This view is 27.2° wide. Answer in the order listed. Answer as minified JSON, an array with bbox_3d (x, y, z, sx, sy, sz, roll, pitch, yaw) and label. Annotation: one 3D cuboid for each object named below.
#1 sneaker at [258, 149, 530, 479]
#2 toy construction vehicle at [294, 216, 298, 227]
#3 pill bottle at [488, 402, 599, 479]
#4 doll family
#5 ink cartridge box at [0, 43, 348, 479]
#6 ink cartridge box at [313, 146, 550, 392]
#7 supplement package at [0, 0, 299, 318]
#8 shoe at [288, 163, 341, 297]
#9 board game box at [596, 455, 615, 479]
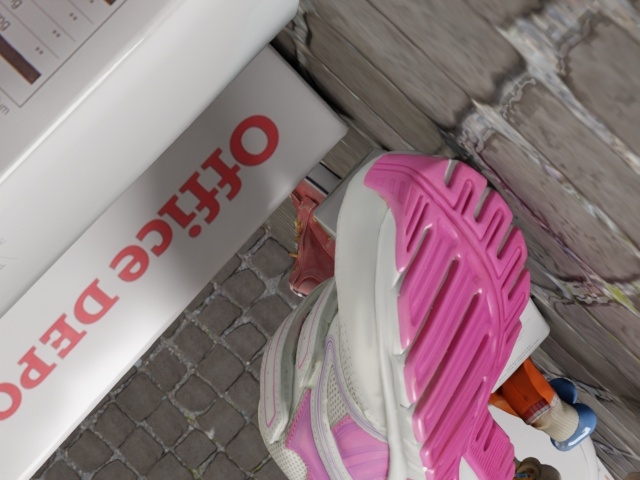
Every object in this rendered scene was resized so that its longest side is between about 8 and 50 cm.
[{"bbox_3d":[0.020,0.060,0.584,0.111,0.103,0.252,21,138,24],"label":"sneaker"},{"bbox_3d":[0.015,0.008,1.296,0.098,0.035,0.086,43,177,-3],"label":"toy construction vehicle"},{"bbox_3d":[0.135,0.184,1.046,0.152,0.152,0.272,43,176,8],"label":"pill bottle"},{"bbox_3d":[0.131,0.147,0.742,0.163,0.118,0.263,33,-177,-43],"label":"doll family"},{"bbox_3d":[-0.226,-0.095,0.658,0.395,0.285,0.166,44,176,-22],"label":"ink cartridge box"},{"bbox_3d":[0.060,0.017,0.692,0.088,0.052,0.122,41,175,35],"label":"ink cartridge box"},{"bbox_3d":[-0.162,-0.067,0.415,0.198,0.262,0.199,44,177,-1],"label":"supplement package"},{"bbox_3d":[0.000,0.000,0.950,0.063,0.081,0.178,46,176,-40],"label":"shoe"},{"bbox_3d":[0.256,0.248,1.230,0.154,0.026,0.103,52,164,-19],"label":"board game box"}]
